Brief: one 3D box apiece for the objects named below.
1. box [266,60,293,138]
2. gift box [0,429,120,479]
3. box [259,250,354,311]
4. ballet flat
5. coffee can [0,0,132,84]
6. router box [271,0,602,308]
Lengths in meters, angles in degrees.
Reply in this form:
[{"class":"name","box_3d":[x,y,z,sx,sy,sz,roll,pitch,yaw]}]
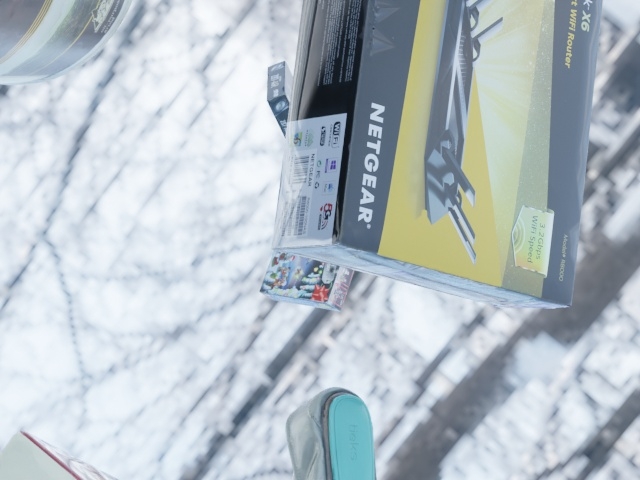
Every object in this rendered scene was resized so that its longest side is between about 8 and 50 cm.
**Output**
[{"class":"box","box_3d":[-0.023,-0.107,1.648,0.067,0.018,0.083,-91,-22,-60]},{"class":"gift box","box_3d":[-0.135,0.319,1.219,0.255,0.258,0.276,34,174,37]},{"class":"box","box_3d":[0.000,0.000,1.916,0.094,0.137,0.027,7,162,39]},{"class":"ballet flat","box_3d":[0.012,0.213,1.367,0.072,0.068,0.213,15,-121,-38]},{"class":"coffee can","box_3d":[-0.257,-0.201,1.249,0.201,0.201,0.275,39,-167,7]},{"class":"router box","box_3d":[0.096,-0.119,1.404,0.243,0.309,0.081,14,168,-39]}]
